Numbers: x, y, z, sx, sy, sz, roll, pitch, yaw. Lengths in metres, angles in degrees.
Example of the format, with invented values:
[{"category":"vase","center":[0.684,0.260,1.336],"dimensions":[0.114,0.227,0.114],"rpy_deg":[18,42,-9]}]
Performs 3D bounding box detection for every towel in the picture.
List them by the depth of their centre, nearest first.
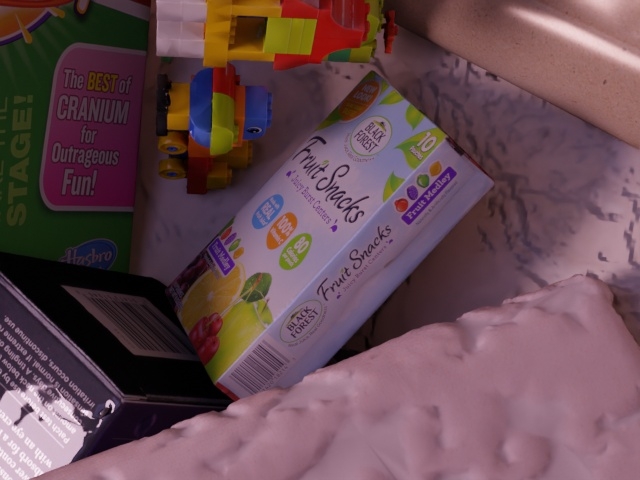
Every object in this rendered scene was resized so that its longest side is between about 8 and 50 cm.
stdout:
[{"category":"towel","center":[0.032,0.199,0.611],"dimensions":[0.332,0.053,0.317],"rpy_deg":[-19,71,-21]}]

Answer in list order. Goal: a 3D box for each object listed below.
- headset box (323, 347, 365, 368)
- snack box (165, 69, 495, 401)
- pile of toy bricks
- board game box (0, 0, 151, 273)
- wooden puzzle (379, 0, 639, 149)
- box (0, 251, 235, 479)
[{"category":"headset box","center":[0.000,0.081,0.739],"dimensions":[0.083,0.062,0.032],"rpy_deg":[-42,68,15]},{"category":"snack box","center":[0.000,0.000,0.724],"dimensions":[0.141,0.037,0.100],"rpy_deg":[-46,28,4]},{"category":"pile of toy bricks","center":[-0.017,-0.096,0.724],"dimensions":[0.105,0.212,0.118],"rpy_deg":[2,71,-5]},{"category":"board game box","center":[-0.172,-0.120,0.709],"dimensions":[0.064,0.242,0.316],"rpy_deg":[15,105,34]},{"category":"wooden puzzle","center":[0.085,-0.255,0.705],"dimensions":[0.322,0.080,0.348],"rpy_deg":[31,118,26]},{"category":"box","center":[-0.137,0.120,0.753],"dimensions":[0.108,0.153,0.207],"rpy_deg":[40,102,24]}]
